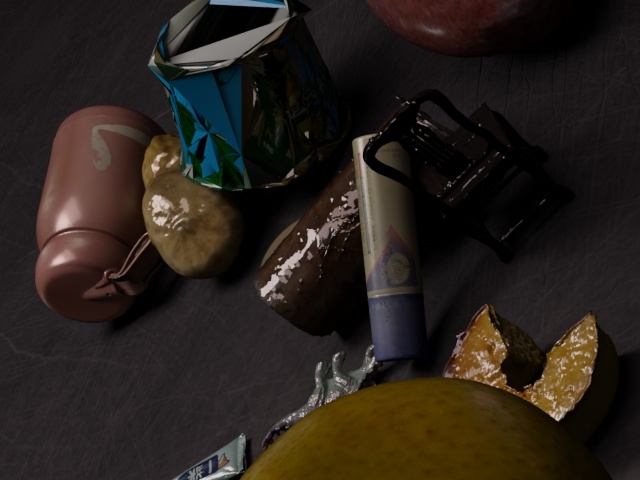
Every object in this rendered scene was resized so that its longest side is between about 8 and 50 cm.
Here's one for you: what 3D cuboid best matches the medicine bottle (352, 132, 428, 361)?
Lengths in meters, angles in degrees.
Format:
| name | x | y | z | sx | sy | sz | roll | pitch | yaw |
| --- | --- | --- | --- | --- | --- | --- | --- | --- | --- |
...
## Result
| name | x | y | z | sx | sy | sz | roll | pitch | yaw |
| --- | --- | --- | --- | --- | --- | --- | --- | --- | --- |
| medicine bottle | 0.072 | 0.008 | 1.702 | 0.059 | 0.059 | 0.230 | -14 | 80 | 50 |

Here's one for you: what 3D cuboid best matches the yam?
| name | x | y | z | sx | sy | sz | roll | pitch | yaw |
| --- | --- | --- | --- | --- | --- | --- | --- | --- | --- |
| yam | 0.054 | -0.026 | 1.814 | 0.279 | 0.131 | 0.131 | -49 | 29 | 15 |

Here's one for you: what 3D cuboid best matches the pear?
| name | x | y | z | sx | sy | sz | roll | pitch | yaw |
| --- | --- | --- | --- | --- | --- | --- | --- | --- | --- |
| pear | 0.080 | 0.283 | 1.223 | 0.362 | 0.362 | 0.418 | -61 | 3 | -12 |

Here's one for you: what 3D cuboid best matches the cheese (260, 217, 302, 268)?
| name | x | y | z | sx | sy | sz | roll | pitch | yaw |
| --- | --- | --- | --- | --- | --- | --- | --- | --- | --- |
| cheese | -0.001 | 0.006 | 1.932 | 0.171 | 0.047 | 0.092 | -25 | 41 | 41 |

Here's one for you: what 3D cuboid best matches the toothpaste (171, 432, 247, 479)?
| name | x | y | z | sx | sy | sz | roll | pitch | yaw |
| --- | --- | --- | --- | --- | --- | --- | --- | --- | --- |
| toothpaste | -0.160 | 0.289 | 1.889 | 0.205 | 0.036 | 0.056 | -35 | 35 | 24 |

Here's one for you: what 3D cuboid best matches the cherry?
| name | x | y | z | sx | sy | sz | roll | pitch | yaw |
| --- | --- | --- | --- | --- | --- | --- | --- | --- | --- |
| cherry | 0.177 | -0.325 | 1.850 | 0.261 | 0.221 | 0.307 | -58 | 41 | 11 |

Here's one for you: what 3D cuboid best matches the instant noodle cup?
| name | x | y | z | sx | sy | sz | roll | pitch | yaw |
| --- | --- | --- | --- | --- | --- | --- | --- | --- | --- |
| instant noodle cup | -0.093 | -0.198 | 2.056 | 0.240 | 0.178 | 0.240 | -12 | 39 | 10 |

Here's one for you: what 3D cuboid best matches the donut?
| name | x | y | z | sx | sy | sz | roll | pitch | yaw |
| --- | --- | --- | --- | --- | --- | --- | --- | --- | --- |
| donut | 0.189 | 0.136 | 1.495 | 0.181 | 0.078 | 0.146 | 2 | 62 | 49 |

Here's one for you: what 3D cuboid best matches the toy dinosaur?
| name | x | y | z | sx | sy | sz | roll | pitch | yaw |
| --- | --- | --- | --- | --- | --- | --- | --- | --- | --- |
| toy dinosaur | 0.002 | 0.174 | 1.761 | 0.209 | 0.039 | 0.082 | -39 | 34 | 27 |

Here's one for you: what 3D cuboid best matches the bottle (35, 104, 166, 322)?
| name | x | y | z | sx | sy | sz | roll | pitch | yaw |
| --- | --- | --- | --- | --- | --- | --- | --- | --- | --- |
| bottle | -0.291 | -0.036 | 2.283 | 0.206 | 0.173 | 0.296 | -16 | 44 | 23 |

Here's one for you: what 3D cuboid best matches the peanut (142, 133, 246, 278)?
| name | x | y | z | sx | sy | sz | roll | pitch | yaw |
| --- | --- | --- | --- | --- | --- | --- | --- | --- | --- |
| peanut | -0.168 | -0.051 | 2.148 | 0.122 | 0.137 | 0.253 | -40 | 30 | 15 |

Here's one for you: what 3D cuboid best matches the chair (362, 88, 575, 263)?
| name | x | y | z | sx | sy | sz | roll | pitch | yaw |
| --- | --- | --- | --- | --- | --- | --- | --- | --- | --- |
| chair | 0.134 | -0.086 | 1.646 | 0.106 | 0.229 | 0.113 | -46 | 33 | 14 |
